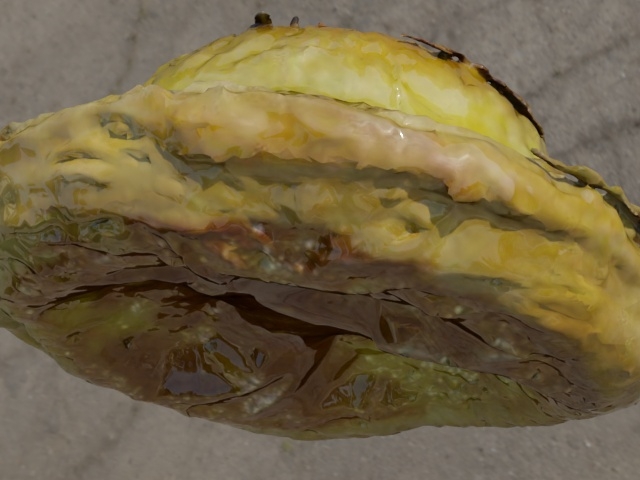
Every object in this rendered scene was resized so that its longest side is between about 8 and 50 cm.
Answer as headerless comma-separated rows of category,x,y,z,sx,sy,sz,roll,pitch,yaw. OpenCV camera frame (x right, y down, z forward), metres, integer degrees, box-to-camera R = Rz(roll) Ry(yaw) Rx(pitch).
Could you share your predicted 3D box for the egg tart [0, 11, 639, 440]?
egg tart,0.000,0.000,0.684,0.443,0.443,0.178,-4,63,29
